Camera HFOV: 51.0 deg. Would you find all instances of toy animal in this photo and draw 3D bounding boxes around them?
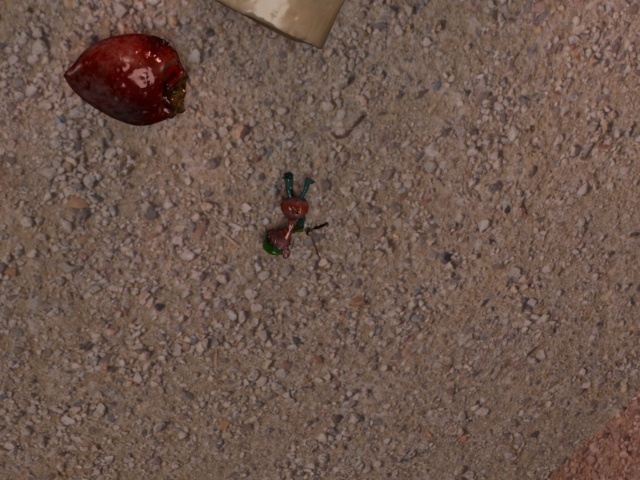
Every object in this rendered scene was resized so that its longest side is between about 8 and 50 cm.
[{"bbox_3d":[-0.072,-0.061,1.634,0.103,0.100,0.208,-13,123,-51],"label":"toy animal"}]

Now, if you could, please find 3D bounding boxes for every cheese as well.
[{"bbox_3d":[-0.113,-0.506,1.289,0.332,0.292,0.153,26,108,-10],"label":"cheese"}]

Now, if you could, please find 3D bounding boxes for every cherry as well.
[{"bbox_3d":[-0.396,-0.331,1.371,0.249,0.192,0.175,0,81,-5],"label":"cherry"}]

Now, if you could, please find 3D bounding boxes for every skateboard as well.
[{"bbox_3d":[0.000,0.000,1.703,0.063,0.032,0.083,-21,116,-13],"label":"skateboard"}]
